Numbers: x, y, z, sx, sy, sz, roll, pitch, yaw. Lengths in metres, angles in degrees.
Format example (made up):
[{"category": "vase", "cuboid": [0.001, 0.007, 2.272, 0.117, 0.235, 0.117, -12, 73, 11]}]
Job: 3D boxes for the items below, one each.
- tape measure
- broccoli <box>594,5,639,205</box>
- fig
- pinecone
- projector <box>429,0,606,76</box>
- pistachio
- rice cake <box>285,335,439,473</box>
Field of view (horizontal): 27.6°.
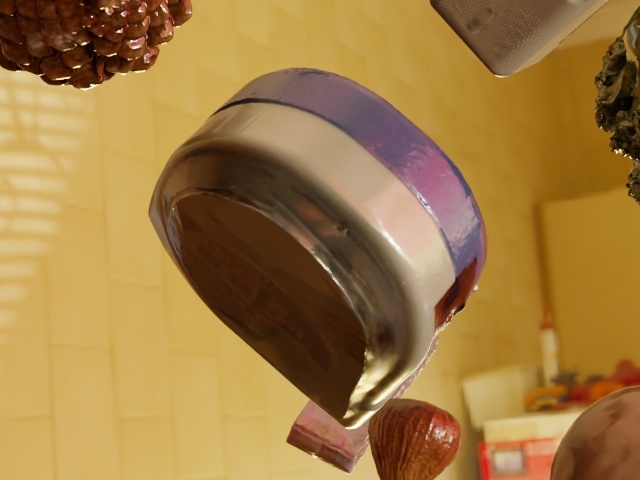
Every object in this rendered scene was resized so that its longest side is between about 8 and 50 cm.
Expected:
[{"category": "tape measure", "cuboid": [-0.001, 0.002, 1.027, 0.259, 0.138, 0.262, 40, -27, 1]}, {"category": "broccoli", "cuboid": [0.374, -0.150, 1.124, 0.307, 0.308, 0.275, -10, -14, 28]}, {"category": "fig", "cuboid": [0.121, 0.268, 1.617, 0.119, 0.153, 0.119, -10, -9, -2]}, {"category": "pinecone", "cuboid": [-0.218, -0.216, 1.082, 0.212, 0.186, 0.168, -3, 31, 40]}, {"category": "projector", "cuboid": [0.271, -0.327, 1.571, 0.242, 0.163, 0.177, -40, -3, 25]}, {"category": "pistachio", "cuboid": [0.312, 0.195, 1.100, 0.237, 0.153, 0.138, -5, -4, 6]}, {"category": "rice cake", "cuboid": [0.062, 0.214, 1.858, 0.106, 0.050, 0.298, 25, 42, 15]}]
